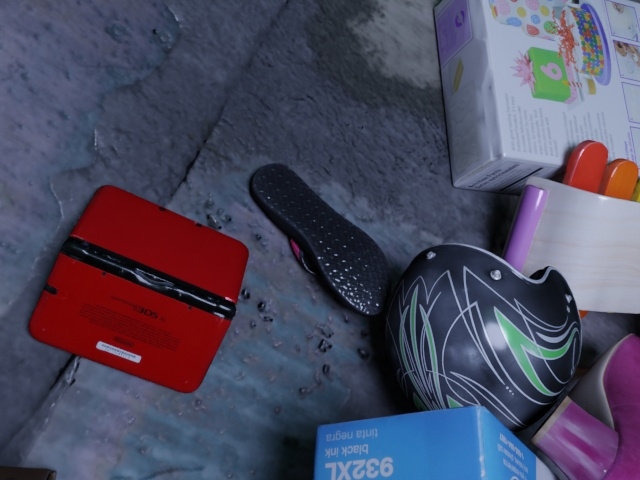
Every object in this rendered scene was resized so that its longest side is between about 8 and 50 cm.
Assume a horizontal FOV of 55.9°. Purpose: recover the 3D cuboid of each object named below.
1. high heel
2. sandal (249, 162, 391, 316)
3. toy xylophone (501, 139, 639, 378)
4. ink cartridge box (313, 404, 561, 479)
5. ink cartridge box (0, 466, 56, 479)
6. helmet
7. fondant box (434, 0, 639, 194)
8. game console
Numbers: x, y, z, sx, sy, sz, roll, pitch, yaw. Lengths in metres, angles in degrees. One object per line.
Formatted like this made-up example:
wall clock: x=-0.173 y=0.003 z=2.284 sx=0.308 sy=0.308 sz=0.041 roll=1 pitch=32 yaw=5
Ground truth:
high heel: x=0.276 y=0.159 z=0.520 sx=0.117 sy=0.082 sz=0.244 roll=42 pitch=28 yaw=25
sandal: x=0.000 y=0.000 z=0.578 sx=0.067 sy=0.040 sz=0.179 roll=-34 pitch=75 yaw=-33
toy xylophone: x=0.339 y=0.039 z=0.659 sx=0.323 sy=0.081 sz=0.236 roll=14 pitch=103 yaw=-26
ink cartridge box: x=0.093 y=0.294 z=0.384 sx=0.223 sy=0.129 sz=0.307 roll=46 pitch=39 yaw=-44
ink cartridge box: x=-0.248 y=0.167 z=0.309 sx=0.193 sy=0.235 sz=0.088 roll=11 pitch=71 yaw=-19
helmet: x=0.138 y=0.087 z=0.536 sx=0.162 sy=0.169 sz=0.169 roll=1 pitch=73 yaw=-41
fondant box: x=0.309 y=-0.174 z=0.724 sx=0.330 sy=0.096 sz=0.238 roll=4 pitch=73 yaw=-23
game console: x=-0.147 y=0.040 z=0.513 sx=0.144 sy=0.085 sz=0.124 roll=24 pitch=98 yaw=-14
